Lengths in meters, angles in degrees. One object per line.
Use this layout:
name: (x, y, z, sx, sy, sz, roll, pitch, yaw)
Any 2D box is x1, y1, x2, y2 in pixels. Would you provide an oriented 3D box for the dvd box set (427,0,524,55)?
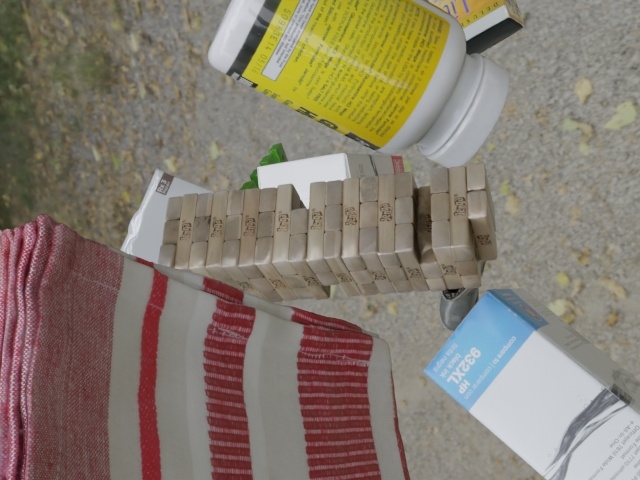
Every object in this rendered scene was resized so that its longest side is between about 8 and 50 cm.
dvd box set: (0.133, -0.460, 1.376, 0.307, 0.062, 0.420, -26, 69, 34)

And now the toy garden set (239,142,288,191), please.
toy garden set: (-0.099, -0.058, 1.671, 0.049, 0.244, 0.204, -12, 113, 19)

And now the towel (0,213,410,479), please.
towel: (-0.035, 0.136, 0.467, 0.037, 0.329, 0.237, -25, 60, 30)

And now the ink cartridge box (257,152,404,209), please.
ink cartridge box: (0.026, -0.091, 1.428, 0.172, 0.237, 0.100, -7, 91, 28)

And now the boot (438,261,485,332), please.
boot: (0.230, 0.078, 1.353, 0.076, 0.208, 0.189, 10, 99, 9)

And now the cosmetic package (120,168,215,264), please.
cosmetic package: (-0.280, 0.025, 1.601, 0.156, 0.217, 0.385, 23, 170, -4)

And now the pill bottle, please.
pill bottle: (0.050, -0.221, 0.993, 0.334, 0.188, 0.188, 26, 142, -13)

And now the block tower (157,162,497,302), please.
block tower: (0.000, 0.000, 0.818, 0.335, 0.091, 0.097, -6, 149, 16)

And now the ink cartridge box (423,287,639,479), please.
ink cartridge box: (0.301, 0.199, 0.969, 0.307, 0.223, 0.129, 41, 102, 21)
